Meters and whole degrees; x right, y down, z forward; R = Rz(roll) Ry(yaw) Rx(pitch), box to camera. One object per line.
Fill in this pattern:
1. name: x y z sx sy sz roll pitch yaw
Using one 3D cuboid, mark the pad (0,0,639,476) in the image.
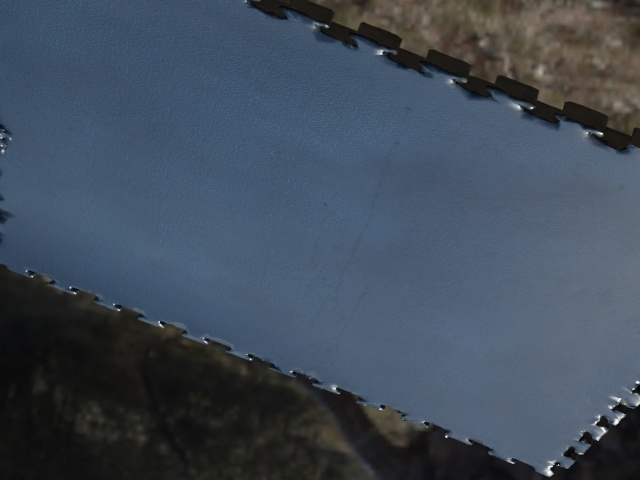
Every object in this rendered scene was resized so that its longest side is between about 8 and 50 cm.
1. pad: 0.000 0.000 0.527 0.269 0.012 0.269 22 155 -1
